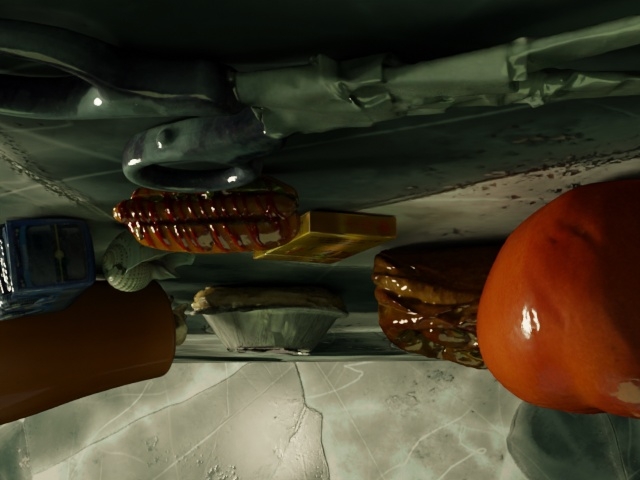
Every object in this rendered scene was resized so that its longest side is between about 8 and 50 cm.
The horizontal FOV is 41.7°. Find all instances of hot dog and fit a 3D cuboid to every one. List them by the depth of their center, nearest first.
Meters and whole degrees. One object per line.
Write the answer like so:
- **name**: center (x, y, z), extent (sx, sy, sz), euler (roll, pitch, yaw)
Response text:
- **hot dog**: center (-0.085, -0.020, 0.625), extent (0.144, 0.062, 0.038), euler (-1, -170, 15)
- **hot dog**: center (0.191, 0.063, 0.873), extent (0.272, 0.122, 0.196), euler (0, 162, 12)

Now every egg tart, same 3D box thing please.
- **egg tart**: center (-0.073, 0.119, 1.219), extent (0.234, 0.094, 0.234), euler (0, 171, 0)

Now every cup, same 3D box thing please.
- **cup**: center (-0.335, 0.115, 1.058), extent (0.264, 0.182, 0.226), euler (-5, -151, -32)

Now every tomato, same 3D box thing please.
- **tomato**: center (0.245, 0.050, 0.650), extent (0.260, 0.179, 0.260), euler (3, 168, 1)

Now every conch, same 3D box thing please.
- **conch**: center (-0.165, 0.013, 0.797), extent (0.076, 0.056, 0.085), euler (-35, 169, 37)

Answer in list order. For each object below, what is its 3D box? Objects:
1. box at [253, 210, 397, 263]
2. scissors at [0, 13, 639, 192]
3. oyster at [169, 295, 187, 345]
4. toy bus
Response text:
- **box**: center (0.000, 0.000, 0.804), extent (0.089, 0.022, 0.156), euler (6, 167, -23)
- **scissors**: center (0.010, -0.074, 0.421), extent (0.384, 0.029, 0.256), euler (-3, 167, 24)
- **oyster**: center (-0.315, 0.140, 1.323), extent (0.275, 0.100, 0.271), euler (-6, -177, 7)
- **toy bus**: center (-0.284, 0.029, 0.846), extent (0.094, 0.079, 0.236), euler (-12, 175, -25)
